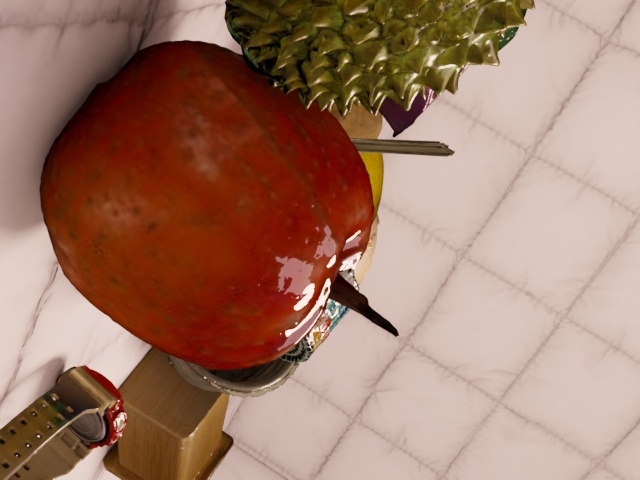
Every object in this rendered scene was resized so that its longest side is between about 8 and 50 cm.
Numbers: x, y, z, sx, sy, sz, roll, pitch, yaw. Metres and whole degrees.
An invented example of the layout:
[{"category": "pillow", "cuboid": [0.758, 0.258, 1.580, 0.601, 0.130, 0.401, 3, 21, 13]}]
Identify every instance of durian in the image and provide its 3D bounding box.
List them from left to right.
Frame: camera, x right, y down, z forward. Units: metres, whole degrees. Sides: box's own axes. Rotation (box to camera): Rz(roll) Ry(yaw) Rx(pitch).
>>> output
[{"category": "durian", "cuboid": [0.037, -0.214, 0.522, 0.224, 0.291, 0.291, -17, 165, -10]}]

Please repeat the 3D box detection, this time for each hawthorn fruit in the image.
[{"category": "hawthorn fruit", "cuboid": [-0.059, -0.011, 0.637, 0.254, 0.300, 0.254, -55, 173, -11]}]

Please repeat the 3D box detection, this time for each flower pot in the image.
[{"category": "flower pot", "cuboid": [-0.154, 0.154, 1.253, 0.140, 0.235, 0.235, -43, -173, 46]}]

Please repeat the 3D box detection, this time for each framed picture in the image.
[{"category": "framed picture", "cuboid": [0.017, -0.122, 0.971, 0.232, 0.296, 0.019, -36, 130, -78]}]

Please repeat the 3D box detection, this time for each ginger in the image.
[{"category": "ginger", "cuboid": [-0.001, -0.168, 1.236, 0.267, 0.138, 0.152, -43, -177, -14]}]

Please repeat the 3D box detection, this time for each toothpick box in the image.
[{"category": "toothpick box", "cuboid": [-0.263, 0.324, 1.401, 0.187, 0.190, 0.308, -52, 168, -37]}]

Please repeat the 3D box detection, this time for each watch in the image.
[{"category": "watch", "cuboid": [-0.330, 0.246, 0.855, 0.268, 0.102, 0.165, -43, 167, -41]}]

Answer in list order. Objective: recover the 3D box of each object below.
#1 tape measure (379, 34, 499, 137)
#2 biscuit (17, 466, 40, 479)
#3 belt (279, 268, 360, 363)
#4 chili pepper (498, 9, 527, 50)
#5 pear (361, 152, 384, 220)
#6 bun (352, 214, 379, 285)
[{"category": "tape measure", "cuboid": [0.088, -0.276, 0.927, 0.245, 0.231, 0.149, -39, -170, 45]}, {"category": "biscuit", "cuboid": [-0.400, 0.343, 1.017, 0.188, 0.027, 0.188, -57, 176, -6]}, {"category": "belt", "cuboid": [-0.082, 0.046, 1.075, 0.150, 0.257, 0.207, -46, 150, -28]}, {"category": "chili pepper", "cuboid": [0.170, -0.380, 1.091, 0.233, 0.248, 0.257, -43, 160, -21]}, {"category": "pear", "cuboid": [0.013, -0.067, 1.605, 0.387, 0.191, 0.340, -58, 174, -7]}, {"category": "bun", "cuboid": [0.000, 0.000, 1.863, 0.299, 0.164, 0.299, -35, -134, 46]}]
